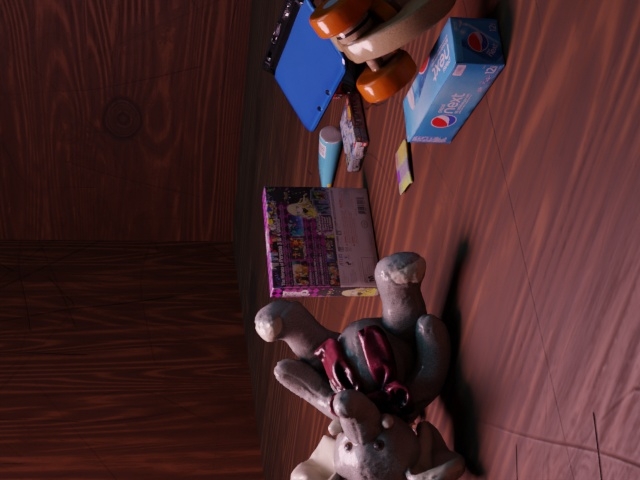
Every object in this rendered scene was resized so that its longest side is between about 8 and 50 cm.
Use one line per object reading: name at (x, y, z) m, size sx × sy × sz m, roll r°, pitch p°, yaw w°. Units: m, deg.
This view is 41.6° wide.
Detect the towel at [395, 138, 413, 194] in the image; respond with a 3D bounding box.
towel at (0.142, -0.126, 1.433) m, size 0.060 × 0.010 × 0.083 m, roll 120°, pitch 148°, yaw -65°

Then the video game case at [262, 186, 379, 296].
video game case at (0.000, 0.000, 1.621) m, size 0.041 × 0.210 × 0.232 m, roll 109°, pitch 158°, yaw -56°

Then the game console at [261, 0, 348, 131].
game console at (0.000, -0.408, 1.688) m, size 0.250 × 0.173 × 0.293 m, roll -61°, pitch 4°, yaw -24°

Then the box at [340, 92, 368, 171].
box at (0.069, -0.224, 1.746) m, size 0.094 × 0.027 × 0.137 m, roll 105°, pitch 161°, yaw -54°

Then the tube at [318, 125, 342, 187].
tube at (0.016, -0.179, 1.962) m, size 0.207 × 0.052 × 0.080 m, roll 99°, pitch 171°, yaw -56°

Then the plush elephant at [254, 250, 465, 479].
plush elephant at (0.067, 0.231, 1.196) m, size 0.255 × 0.272 × 0.329 m, roll -83°, pitch -27°, yaw -57°

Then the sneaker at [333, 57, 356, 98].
sneaker at (0.024, -0.380, 1.855) m, size 0.262 × 0.104 × 0.125 m, roll -162°, pitch 82°, yaw -69°

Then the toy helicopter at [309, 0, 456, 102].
toy helicopter at (0.113, -0.353, 1.193) m, size 0.140 × 0.235 × 0.355 m, roll 50°, pitch -165°, yaw -23°

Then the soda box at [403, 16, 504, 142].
soda box at (0.174, -0.210, 1.141) m, size 0.210 × 0.067 × 0.071 m, roll 119°, pitch 149°, yaw -65°
